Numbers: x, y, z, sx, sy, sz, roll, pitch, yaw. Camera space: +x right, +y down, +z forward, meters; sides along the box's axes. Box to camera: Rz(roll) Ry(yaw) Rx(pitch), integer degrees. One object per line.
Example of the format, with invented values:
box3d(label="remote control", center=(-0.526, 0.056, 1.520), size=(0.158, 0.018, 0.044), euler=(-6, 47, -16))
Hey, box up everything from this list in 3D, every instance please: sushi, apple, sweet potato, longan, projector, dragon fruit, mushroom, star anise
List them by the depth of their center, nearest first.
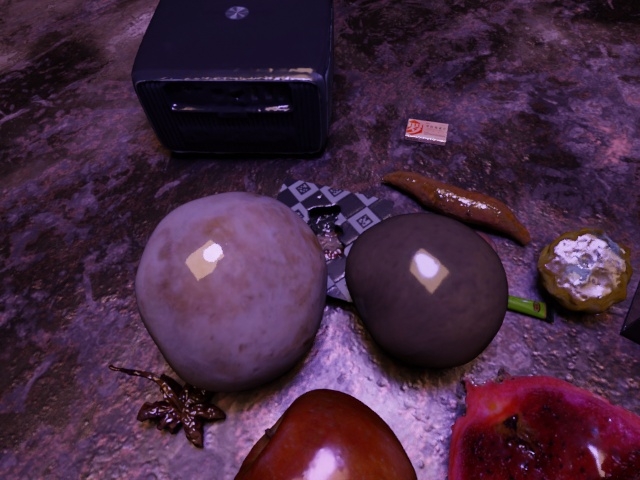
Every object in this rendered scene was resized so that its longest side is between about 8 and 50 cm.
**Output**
box3d(label="apple", center=(0.012, 0.304, 0.506), size=(0.229, 0.230, 0.230), euler=(-1, 57, 2))
box3d(label="dragon fruit", center=(0.276, 0.267, 0.563), size=(0.262, 0.134, 0.212), euler=(-43, 41, 17))
box3d(label="star anise", center=(-0.235, 0.237, 0.644), size=(0.190, 0.070, 0.097), euler=(21, 70, 2))
box3d(label="longan", center=(0.154, 0.071, 0.646), size=(0.248, 0.248, 0.248), euler=(-1, 57, 2))
box3d(label="mushroom", center=(-0.142, 0.074, 0.662), size=(0.290, 0.298, 0.298), euler=(-1, 44, 53))
box3d(label="sushi", center=(0.000, 0.000, 0.807), size=(0.231, 0.047, 0.220), euler=(15, 63, 17))
box3d(label="sweet potato", center=(0.259, -0.076, 0.830), size=(0.314, 0.066, 0.072), euler=(23, 20, 19))
box3d(label="projector", center=(-0.167, -0.402, 0.966), size=(0.394, 0.242, 0.406), euler=(1, 58, 1))

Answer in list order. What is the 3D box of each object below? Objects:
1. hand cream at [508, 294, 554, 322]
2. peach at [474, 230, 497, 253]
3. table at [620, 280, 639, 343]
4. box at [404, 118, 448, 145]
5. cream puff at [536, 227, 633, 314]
box3d(label="hand cream", center=(0.339, 0.110, 0.729), size=(0.121, 0.023, 0.036), euler=(14, 55, 8))
box3d(label="peach", center=(0.271, 0.024, 0.754), size=(0.083, 0.083, 0.083), euler=(-1, 57, 2))
box3d(label="table", center=(0.608, 0.108, 0.628), size=(0.193, 0.169, 0.172), euler=(31, 63, 20))
box3d(label="box", center=(0.245, -0.250, 0.975), size=(0.092, 0.015, 0.058), euler=(12, 60, 10))
box3d(label="cream puff", center=(0.441, 0.051, 0.718), size=(0.146, 0.116, 0.146), euler=(-4, 79, 22))
